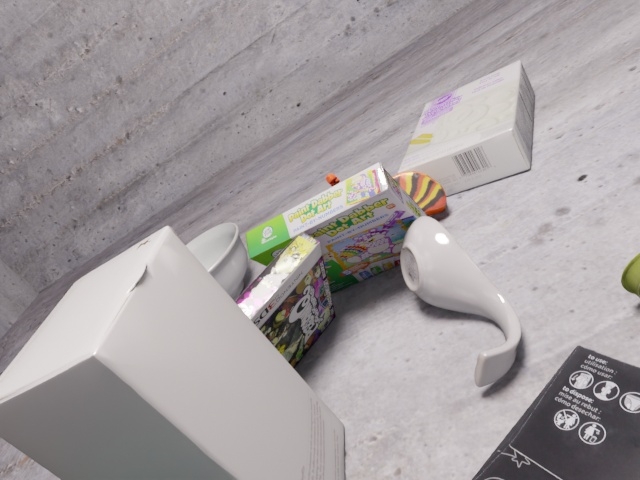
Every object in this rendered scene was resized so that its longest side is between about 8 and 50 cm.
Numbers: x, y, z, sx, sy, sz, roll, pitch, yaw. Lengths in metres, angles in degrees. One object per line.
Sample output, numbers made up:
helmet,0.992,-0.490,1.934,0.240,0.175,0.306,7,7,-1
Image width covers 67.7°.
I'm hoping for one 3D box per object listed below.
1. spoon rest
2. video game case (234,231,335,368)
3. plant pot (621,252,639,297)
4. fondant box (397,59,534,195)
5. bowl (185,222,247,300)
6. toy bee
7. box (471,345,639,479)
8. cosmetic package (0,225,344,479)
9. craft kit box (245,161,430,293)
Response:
spoon rest,0.184,0.070,0.653,0.084,0.137,0.276,-10,36,-10
video game case,-0.063,0.131,0.737,0.042,0.232,0.210,29,62,27
plant pot,0.366,0.053,0.479,0.083,0.083,0.079,-29,37,17
fondant box,0.321,-0.235,1.028,0.238,0.096,0.330,-18,29,36
bowl,-0.285,0.099,1.183,0.298,0.134,0.298,-30,25,16
toy bee,0.083,-0.075,0.933,0.298,0.162,0.195,-21,-11,-11
box,0.246,0.200,0.285,0.163,0.142,0.247,-42,26,-16
cosmetic package,-0.124,0.193,0.515,0.155,0.365,0.197,-28,25,18
craft kit box,0.049,-0.002,0.801,0.250,0.247,0.061,-26,56,23
